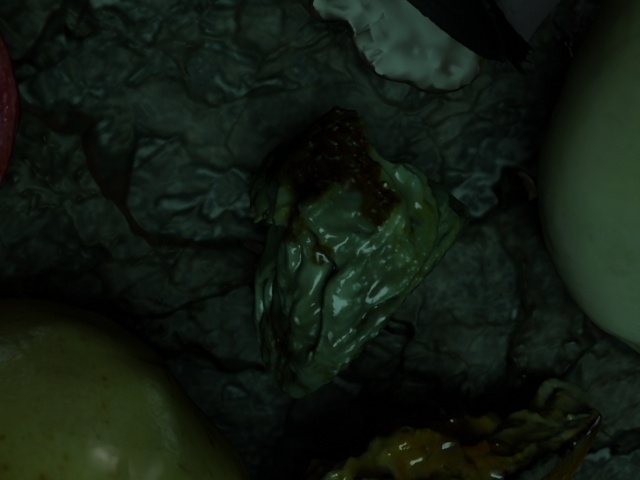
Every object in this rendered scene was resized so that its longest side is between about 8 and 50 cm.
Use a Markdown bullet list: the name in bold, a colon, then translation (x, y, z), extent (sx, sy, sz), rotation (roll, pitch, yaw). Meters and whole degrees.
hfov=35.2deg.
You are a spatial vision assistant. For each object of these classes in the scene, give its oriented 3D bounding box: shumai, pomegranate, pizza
- **shumai**: translation (-0.004, 0.004, 0.671), extent (0.184, 0.184, 0.142), rotation (-45, 87, 8)
- **pomegranate**: translation (-0.204, 0.195, 0.608), extent (0.332, 0.332, 0.333), rotation (-3, 110, -8)
- **pizza**: translation (0.042, 0.236, 0.723), extent (0.409, 0.114, 0.278), rotation (-45, 146, -5)

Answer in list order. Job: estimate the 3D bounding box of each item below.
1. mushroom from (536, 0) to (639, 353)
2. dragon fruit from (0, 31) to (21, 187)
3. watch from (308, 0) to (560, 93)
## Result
- **mushroom**: translation (0.295, -0.070, 0.616), extent (0.353, 0.353, 0.325), rotation (-33, 81, 3)
- **dragon fruit**: translation (-0.279, -0.063, 0.582), extent (0.189, 0.163, 0.262), rotation (25, 92, -20)
- **watch**: translation (0.059, -0.227, 0.489), extent (0.314, 0.327, 0.335), rotation (-43, 111, 7)
